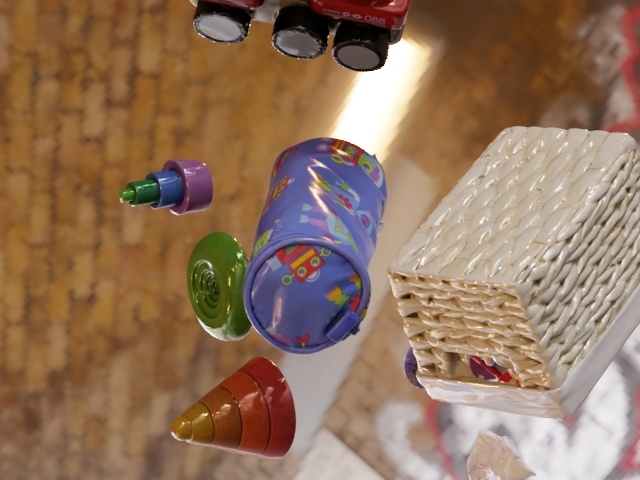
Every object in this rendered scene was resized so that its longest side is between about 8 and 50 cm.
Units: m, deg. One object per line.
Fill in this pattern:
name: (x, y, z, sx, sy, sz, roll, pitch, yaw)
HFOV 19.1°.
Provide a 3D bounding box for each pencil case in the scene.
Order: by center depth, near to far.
pencil case: (0.000, 0.000, 1.867, 0.119, 0.133, 0.306, -49, 11, 21)

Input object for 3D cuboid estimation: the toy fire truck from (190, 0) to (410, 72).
toy fire truck: (-0.015, -0.268, 1.811, 0.246, 0.217, 0.158, 103, 179, -64)

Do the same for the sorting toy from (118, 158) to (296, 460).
sorting toy: (-0.147, 0.084, 2.144, 0.126, 0.365, 0.127, -11, -13, -33)

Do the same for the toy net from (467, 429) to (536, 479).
toy net: (0.193, 0.278, 1.975, 0.045, 0.122, 0.232, -46, -51, -42)

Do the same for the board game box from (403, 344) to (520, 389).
board game box: (0.151, 0.088, 1.497, 0.169, 0.033, 0.133, -6, -34, -22)

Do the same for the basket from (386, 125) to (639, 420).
basket: (0.132, 0.014, 1.177, 0.167, 0.113, 0.103, -49, -50, -34)
